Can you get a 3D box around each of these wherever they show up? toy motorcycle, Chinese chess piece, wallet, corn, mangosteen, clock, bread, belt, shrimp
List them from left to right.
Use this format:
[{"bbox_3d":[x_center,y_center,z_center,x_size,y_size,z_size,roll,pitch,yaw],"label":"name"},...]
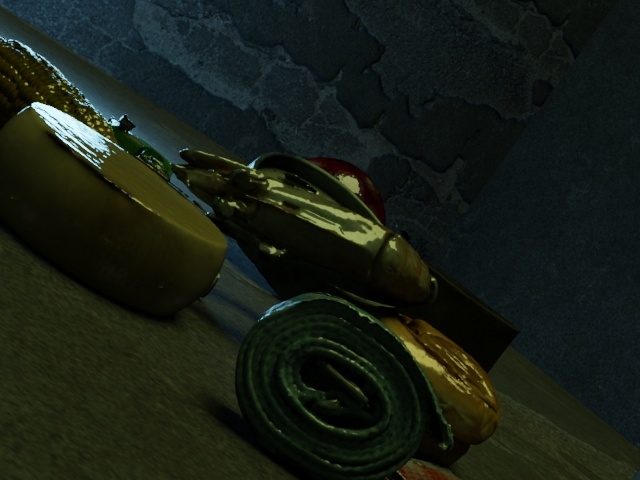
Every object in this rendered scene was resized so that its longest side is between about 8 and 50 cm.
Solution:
[{"bbox_3d":[-0.346,-0.161,1.502,0.318,0.115,0.115,39,6,40],"label":"corn"},{"bbox_3d":[-0.209,-0.028,1.192,0.251,0.097,0.251,36,5,-4],"label":"Chinese chess piece"},{"bbox_3d":[-0.288,-0.135,1.886,0.190,0.074,0.106,36,-5,25],"label":"toy motorcycle"},{"bbox_3d":[-0.025,-0.004,1.380,0.360,0.085,0.247,28,-15,-28],"label":"shrimp"},{"bbox_3d":[-0.005,-0.026,2.112,0.215,0.215,0.257,36,33,3],"label":"mangosteen"},{"bbox_3d":[0.000,0.000,1.867,0.325,0.067,0.325,34,27,-20],"label":"clock"},{"bbox_3d":[0.010,0.121,1.002,0.163,0.147,0.082,64,3,1],"label":"belt"},{"bbox_3d":[0.109,0.161,1.408,0.198,0.120,0.236,36,4,-1],"label":"bread"},{"bbox_3d":[0.119,0.248,1.212,0.103,0.020,0.196,38,6,31],"label":"wallet"}]

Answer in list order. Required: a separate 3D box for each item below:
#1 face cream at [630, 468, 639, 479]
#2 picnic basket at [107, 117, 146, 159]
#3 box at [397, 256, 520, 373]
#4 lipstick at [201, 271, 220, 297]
[{"bbox_3d":[0.366,0.338,1.272,0.177,0.153,0.177,37,5,-4],"label":"face cream"},{"bbox_3d":[-0.279,-0.114,1.642,0.065,0.083,0.083,41,8,3],"label":"picnic basket"},{"bbox_3d":[0.214,0.139,2.243,0.184,0.143,0.273,39,5,37],"label":"box"},{"bbox_3d":[-0.174,0.015,1.354,0.130,0.038,0.038,34,5,-19],"label":"lipstick"}]
